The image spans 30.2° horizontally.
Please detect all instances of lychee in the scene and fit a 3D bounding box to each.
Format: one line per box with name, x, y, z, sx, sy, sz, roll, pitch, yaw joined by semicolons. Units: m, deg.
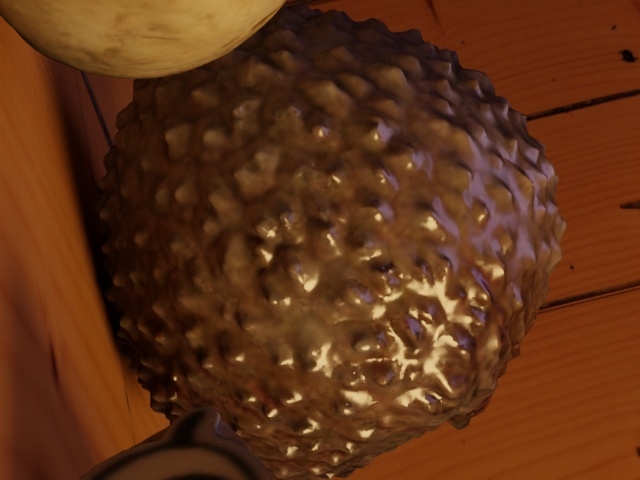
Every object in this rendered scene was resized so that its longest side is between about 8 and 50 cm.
lychee;-0.002;0.005;0.712;0.300;0.300;0.299;167;-90;-87

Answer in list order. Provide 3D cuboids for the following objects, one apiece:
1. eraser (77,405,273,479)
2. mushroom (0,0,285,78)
eraser;-0.021;0.220;0.442;0.171;0.087;0.290;-105;-177;-51
mushroom;-0.085;-0.165;0.486;0.254;0.195;0.188;-173;-77;-80
